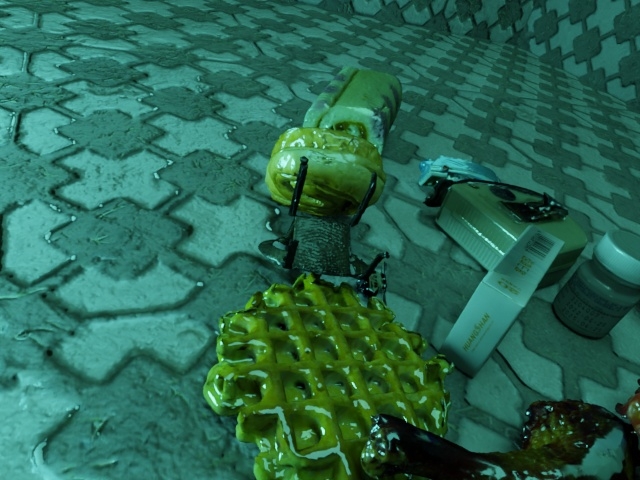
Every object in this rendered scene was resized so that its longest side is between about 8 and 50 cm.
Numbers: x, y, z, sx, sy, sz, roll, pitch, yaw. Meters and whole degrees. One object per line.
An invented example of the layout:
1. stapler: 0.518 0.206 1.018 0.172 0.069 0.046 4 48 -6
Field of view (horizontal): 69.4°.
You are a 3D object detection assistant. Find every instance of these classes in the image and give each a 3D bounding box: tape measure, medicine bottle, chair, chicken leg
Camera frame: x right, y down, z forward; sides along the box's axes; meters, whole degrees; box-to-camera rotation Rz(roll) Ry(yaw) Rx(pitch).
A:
1. tape measure: 0.385 -0.040 0.929 0.232 0.132 0.271 -11 42 -33
2. medicine bottle: 0.483 0.075 0.781 0.105 0.168 0.105 12 37 -9
3. chair: 0.000 0.000 0.690 0.175 0.213 0.148 9 59 -12
4. chicken leg: 0.231 0.238 0.488 0.407 0.095 0.158 10 35 -27

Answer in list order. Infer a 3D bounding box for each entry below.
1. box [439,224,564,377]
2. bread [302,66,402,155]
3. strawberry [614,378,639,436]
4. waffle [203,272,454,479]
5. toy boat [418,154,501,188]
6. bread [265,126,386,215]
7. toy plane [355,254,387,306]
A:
1. box: 0.279 0.083 0.703 0.067 0.149 0.233 33 39 24
2. bread: 0.091 -0.314 1.144 0.187 0.155 0.338 14 38 8
3. strawberry: 0.510 0.224 0.561 0.280 0.150 0.253 39 31 -4
4. waffle: 0.015 0.158 0.564 0.302 0.068 0.325 30 32 14
5. toy boat: 0.326 -0.117 1.061 0.215 0.088 0.102 13 71 -7
6. bread: 0.007 -0.111 0.798 0.199 0.120 0.236 12 -7 -11
7. toy plane: 0.086 0.062 0.753 0.049 0.031 0.120 18 38 -8
